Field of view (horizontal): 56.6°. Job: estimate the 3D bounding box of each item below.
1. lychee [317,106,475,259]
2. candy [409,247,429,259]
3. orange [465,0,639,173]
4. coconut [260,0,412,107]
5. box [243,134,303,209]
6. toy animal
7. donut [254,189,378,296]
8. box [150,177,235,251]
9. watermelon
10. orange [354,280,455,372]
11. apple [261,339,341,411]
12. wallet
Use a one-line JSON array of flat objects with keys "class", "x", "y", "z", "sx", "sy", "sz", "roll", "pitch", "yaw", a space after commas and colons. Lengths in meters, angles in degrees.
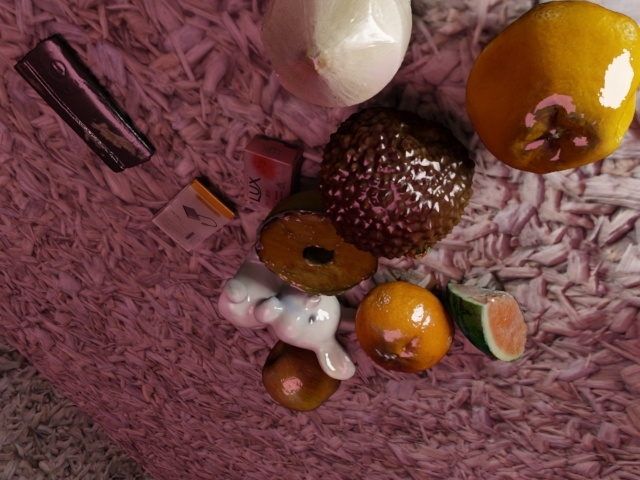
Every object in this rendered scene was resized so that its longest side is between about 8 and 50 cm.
[{"class": "lychee", "x": 0.119, "y": -0.086, "z": 0.999, "sx": 0.268, "sy": 0.267, "sz": 0.267, "roll": 16, "pitch": 138, "yaw": 15}, {"class": "candy", "x": 0.141, "y": -0.006, "z": 1.243, "sx": 0.185, "sy": 0.049, "sz": 0.055, "roll": 17, "pitch": 101, "yaw": 26}, {"class": "orange", "x": 0.317, "y": -0.200, "z": 0.824, "sx": 0.249, "sy": 0.183, "sz": 0.249, "roll": 14, "pitch": 137, "yaw": 14}, {"class": "coconut", "x": 0.019, "y": -0.302, "z": 0.850, "sx": 0.224, "sy": 0.234, "sz": 0.224, "roll": 18, "pitch": 137, "yaw": 18}, {"class": "box", "x": -0.101, "y": -0.135, "z": 1.227, "sx": 0.111, "sy": 0.060, "sz": 0.156, "roll": 20, "pitch": 138, "yaw": 12}, {"class": "toy animal", "x": -0.060, "y": 0.178, "z": 1.431, "sx": 0.368, "sy": 0.196, "sz": 0.241, "roll": 22, "pitch": 147, "yaw": 10}, {"class": "donut", "x": 0.000, "y": 0.000, "z": 1.222, "sx": 0.272, "sy": 0.107, "sz": 0.272, "roll": 11, "pitch": 139, "yaw": 9}, {"class": "box", "x": -0.306, "y": -0.062, "z": 1.438, "sx": 0.129, "sy": 0.033, "sz": 0.247, "roll": 44, "pitch": 137, "yaw": -16}, {"class": "watermelon", "x": 0.339, "y": 0.179, "z": 1.280, "sx": 0.146, "sy": 0.128, "sz": 0.231, "roll": 11, "pitch": 142, "yaw": 46}, {"class": "orange", "x": 0.185, "y": 0.197, "z": 1.321, "sx": 0.224, "sy": 0.170, "sz": 0.224, "roll": 18, "pitch": 141, "yaw": 15}, {"class": "apple", "x": -0.048, "y": 0.346, "z": 1.578, "sx": 0.188, "sy": 0.211, "sz": 0.211, "roll": 40, "pitch": 139, "yaw": -14}, {"class": "wallet", "x": -0.524, "y": -0.287, "z": 1.320, "sx": 0.170, "sy": 0.044, "sz": 0.321, "roll": -14, "pitch": 124, "yaw": 37}]
